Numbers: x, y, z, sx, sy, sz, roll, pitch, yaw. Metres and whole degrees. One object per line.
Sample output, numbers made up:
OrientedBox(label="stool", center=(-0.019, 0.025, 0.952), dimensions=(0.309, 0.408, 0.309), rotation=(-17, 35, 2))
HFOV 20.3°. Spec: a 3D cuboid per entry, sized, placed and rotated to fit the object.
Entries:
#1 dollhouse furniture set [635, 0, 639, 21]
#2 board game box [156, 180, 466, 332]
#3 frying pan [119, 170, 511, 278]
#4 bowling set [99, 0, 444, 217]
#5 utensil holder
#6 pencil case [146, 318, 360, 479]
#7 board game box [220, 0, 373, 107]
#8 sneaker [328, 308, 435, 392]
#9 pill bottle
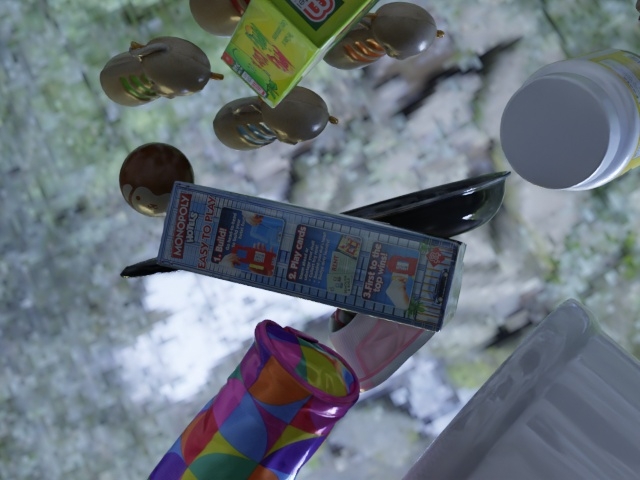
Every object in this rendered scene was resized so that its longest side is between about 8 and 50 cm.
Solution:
OrientedBox(label="dollhouse furniture set", center=(0.315, -0.154, 1.094), dimensions=(0.129, 0.183, 0.129), rotation=(31, 80, -53))
OrientedBox(label="board game box", center=(-0.002, 0.008, 1.200), dimensions=(0.194, 0.060, 0.194), rotation=(13, -178, 6))
OrientedBox(label="frying pan", center=(0.023, -0.005, 1.424), dimensions=(0.197, 0.053, 0.326), rotation=(-12, -175, 43))
OrientedBox(label="bowling set", center=(-0.059, -0.111, 1.244), dimensions=(0.287, 0.200, 0.154), rotation=(15, 171, -26))
OrientedBox(label="utensil holder", center=(0.260, 0.297, 1.556), dimensions=(0.327, 0.385, 0.327), rotation=(-46, 169, -12))
OrientedBox(label="pencil case", center=(-0.071, 0.169, 1.386), dimensions=(0.104, 0.104, 0.236), rotation=(15, 122, -48))
OrientedBox(label="board game box", center=(0.003, -0.127, 0.921), dimensions=(0.092, 0.043, 0.181), rotation=(-46, -177, -9))
OrientedBox(label="sneaker", center=(0.053, 0.071, 1.534), dimensions=(0.051, 0.070, 0.134), rotation=(-29, -174, 38))
OrientedBox(label="pill bottle", center=(0.240, -0.108, 1.614), dimensions=(0.119, 0.119, 0.208), rotation=(-43, 171, 25))
